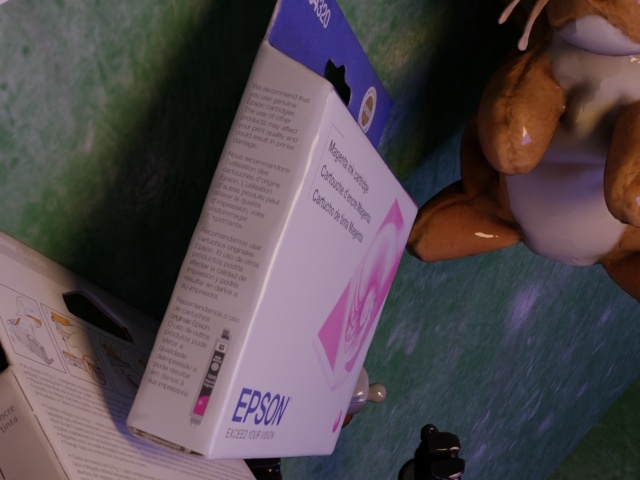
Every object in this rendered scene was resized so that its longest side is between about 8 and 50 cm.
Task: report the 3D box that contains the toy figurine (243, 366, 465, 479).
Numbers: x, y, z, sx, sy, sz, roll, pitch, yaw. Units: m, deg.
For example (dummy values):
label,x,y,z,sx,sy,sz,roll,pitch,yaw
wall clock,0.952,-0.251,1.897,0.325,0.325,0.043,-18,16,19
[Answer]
label,x,y,z,sx,sy,sz,roll,pitch,yaw
toy figurine,0.028,0.257,1.069,0.213,0.209,0.148,-49,168,-23

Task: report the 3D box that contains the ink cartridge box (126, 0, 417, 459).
label,x,y,z,sx,sy,sz,roll,pitch,yaw
ink cartridge box,0.000,0.000,0.756,0.324,0.071,0.330,36,73,-72

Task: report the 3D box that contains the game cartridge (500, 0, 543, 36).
label,x,y,z,sx,sy,sz,roll,pitch,yaw
game cartridge,0.283,-0.357,0.980,0.324,0.052,0.285,-58,151,0

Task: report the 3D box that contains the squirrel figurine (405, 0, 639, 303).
label,x,y,z,sx,sy,sz,roll,pitch,yaw
squirrel figurine,0.271,-0.182,0.885,0.397,0.281,0.370,-46,144,-37

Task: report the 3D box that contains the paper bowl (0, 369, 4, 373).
label,x,y,z,sx,sy,sz,roll,pitch,yaw
paper bowl,-0.264,0.236,0.669,0.284,0.148,0.284,-35,144,-31

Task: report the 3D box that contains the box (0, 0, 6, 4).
label,x,y,z,sx,sy,sz,roll,pitch,yaw
box,-0.114,-0.235,0.421,0.293,0.057,0.201,-44,138,-34

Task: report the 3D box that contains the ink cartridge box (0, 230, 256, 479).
label,x,y,z,sx,sy,sz,roll,pitch,yaw
ink cartridge box,-0.134,0.135,0.667,0.066,0.261,0.296,-38,151,4
